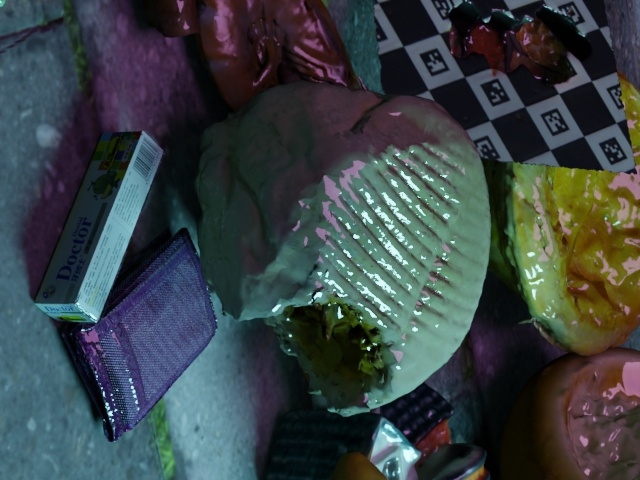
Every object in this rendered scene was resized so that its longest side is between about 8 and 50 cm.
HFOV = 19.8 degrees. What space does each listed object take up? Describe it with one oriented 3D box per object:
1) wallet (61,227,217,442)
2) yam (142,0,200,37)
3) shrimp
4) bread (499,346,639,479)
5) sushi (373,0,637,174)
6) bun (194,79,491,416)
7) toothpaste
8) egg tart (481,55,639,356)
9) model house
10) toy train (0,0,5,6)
[{"bbox_3d":[-0.142,0.075,1.509,0.166,0.030,0.111,-48,126,-45],"label":"wallet"},{"bbox_3d":[-0.143,-0.281,1.499,0.057,0.057,0.241,-33,116,-50],"label":"yam"},{"bbox_3d":[-0.025,-0.148,1.652,0.287,0.063,0.152,51,52,-37],"label":"shrimp"},{"bbox_3d":[0.347,0.284,1.927,0.424,0.329,0.245,-67,162,-63],"label":"bread"},{"bbox_3d":[0.166,-0.180,1.834,0.290,0.050,0.264,6,63,-27],"label":"sushi"},{"bbox_3d":[0.006,-0.014,1.570,0.281,0.205,0.281,-17,116,-41],"label":"bun"},{"bbox_3d":[-0.173,-0.013,1.455,0.034,0.046,0.164,47,53,-46],"label":"toothpaste"},{"bbox_3d":[0.262,-0.043,1.991,0.341,0.132,0.341,6,82,-50],"label":"egg tart"},{"bbox_3d":[0.068,0.213,1.668,0.271,0.190,0.300,-28,109,-45],"label":"model house"},{"bbox_3d":[-0.258,-0.232,1.319,0.099,0.081,0.149,27,62,-51],"label":"toy train"}]
